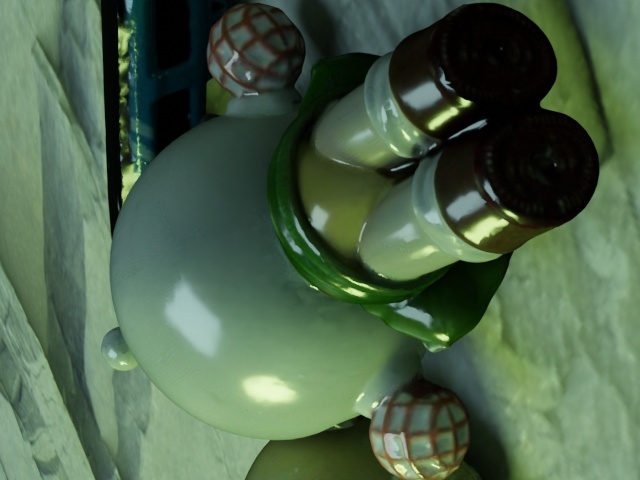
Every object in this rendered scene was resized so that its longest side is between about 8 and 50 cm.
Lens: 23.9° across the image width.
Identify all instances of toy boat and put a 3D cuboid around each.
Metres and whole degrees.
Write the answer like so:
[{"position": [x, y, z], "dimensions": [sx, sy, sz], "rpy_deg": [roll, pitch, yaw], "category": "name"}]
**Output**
[{"position": [-0.090, -0.097, 0.953], "dimensions": [0.134, 0.092, 0.299], "rpy_deg": [-102, 14, -49], "category": "toy boat"}]

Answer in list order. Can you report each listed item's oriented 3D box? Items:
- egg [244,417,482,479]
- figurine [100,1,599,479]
[{"position": [0.035, 0.192, 0.919], "dimensions": [0.164, 0.164, 0.201], "rpy_deg": [12, 139, 57], "category": "egg"}, {"position": [0.000, 0.000, 0.793], "dimensions": [0.370, 0.167, 0.281], "rpy_deg": [-32, 79, 57], "category": "figurine"}]
